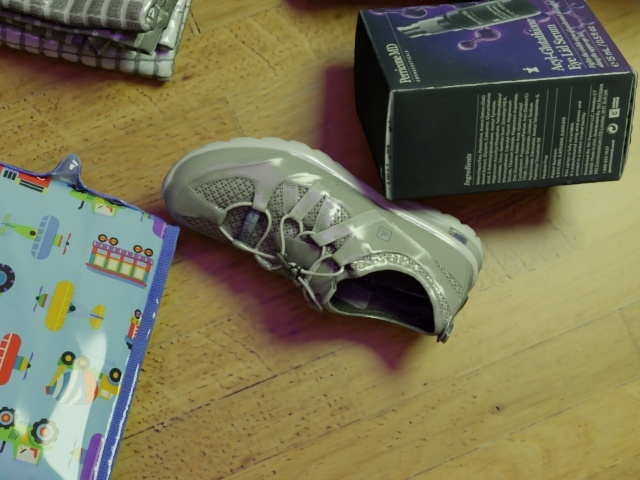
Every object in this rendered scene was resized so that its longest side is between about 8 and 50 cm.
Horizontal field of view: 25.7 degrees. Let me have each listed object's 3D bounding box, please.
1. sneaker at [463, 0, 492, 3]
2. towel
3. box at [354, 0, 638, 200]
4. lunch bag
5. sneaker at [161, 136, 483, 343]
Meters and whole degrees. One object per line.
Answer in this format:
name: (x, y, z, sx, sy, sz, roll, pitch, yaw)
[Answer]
sneaker: (0.092, -0.253, 1.266, 0.226, 0.163, 0.086, 0, 81, 36)
towel: (-0.212, -0.303, 1.227, 0.235, 0.121, 0.283, 14, 77, -1)
box: (0.142, -0.124, 1.192, 0.207, 0.108, 0.153, -6, 35, -8)
lunch bag: (-0.248, 0.061, 1.134, 0.221, 0.138, 0.293, 18, 72, -8)
sneaker: (0.000, 0.000, 1.168, 0.281, 0.105, 0.115, 17, 43, -2)
